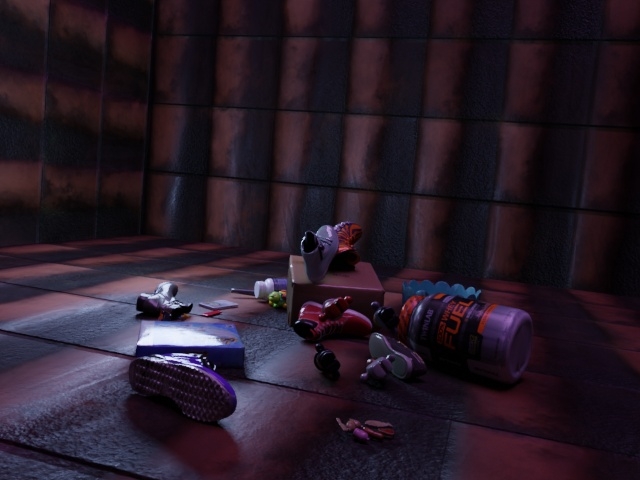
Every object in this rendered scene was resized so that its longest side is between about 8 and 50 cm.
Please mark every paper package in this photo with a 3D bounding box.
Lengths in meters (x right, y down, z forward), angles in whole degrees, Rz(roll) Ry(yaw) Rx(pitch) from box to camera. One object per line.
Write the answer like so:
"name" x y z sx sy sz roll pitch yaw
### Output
"paper package" 0.044 0.187 2.067 0.325 0.168 0.309 4 17 -6

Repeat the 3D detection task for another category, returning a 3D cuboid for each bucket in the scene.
"bucket" 0.403 0.246 1.951 0.282 0.182 0.281 6 5 0

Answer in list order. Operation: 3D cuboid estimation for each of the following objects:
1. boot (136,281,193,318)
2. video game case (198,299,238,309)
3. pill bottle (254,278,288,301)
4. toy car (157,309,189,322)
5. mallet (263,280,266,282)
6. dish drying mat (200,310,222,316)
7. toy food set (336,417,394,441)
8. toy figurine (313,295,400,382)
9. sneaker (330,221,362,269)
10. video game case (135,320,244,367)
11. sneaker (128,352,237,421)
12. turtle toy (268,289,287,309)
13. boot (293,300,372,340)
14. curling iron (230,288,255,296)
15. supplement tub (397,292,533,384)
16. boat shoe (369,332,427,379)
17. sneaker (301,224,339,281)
"boot" -0.517 0.220 1.996 0.161 0.083 0.246 13 12 11
"video game case" -0.383 0.242 2.144 0.087 0.011 0.122 10 7 38
"pill bottle" -0.178 0.202 2.322 0.170 0.094 0.094 3 6 -23
"toy car" -0.471 0.262 1.821 0.041 0.060 0.122 -38 -34 20
"mallet" -0.253 0.213 2.487 0.063 0.039 0.190 3 9 16
"dish drying mat" -0.383 0.257 2.003 0.032 0.008 0.083 7 6 27
"toy food set" 0.093 0.378 1.126 0.122 0.019 0.078 12 4 -15
"toy figurine" 0.092 0.253 1.467 0.210 0.212 0.148 8 -11 -5
"sneaker" 0.094 0.033 2.143 0.180 0.124 0.321 24 34 33
"video game case" -0.354 0.277 1.541 0.270 0.061 0.244 4 6 -15
"sneaker" -0.264 0.294 1.217 0.294 0.102 0.146 9 6 35
"turtle toy" -0.153 0.228 2.223 0.095 0.066 0.130 9 6 33
"boot" 0.040 0.284 1.823 0.245 0.088 0.176 13 21 5
"curling iron" -0.241 0.222 2.378 0.274 0.035 0.068 4 1 -22
"supplement tub" 0.404 0.266 1.614 0.338 0.206 0.207 9 6 38
"boat shoe" 0.208 0.318 1.571 0.069 0.081 0.228 6 12 -24
"sneaker" 0.000 0.000 1.950 0.094 0.151 0.255 0 42 15
